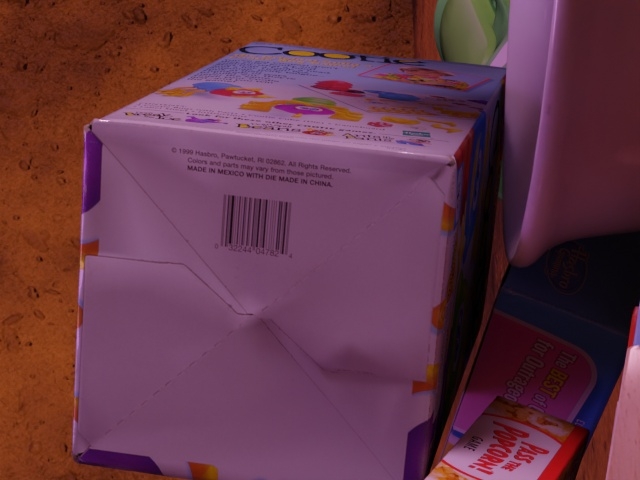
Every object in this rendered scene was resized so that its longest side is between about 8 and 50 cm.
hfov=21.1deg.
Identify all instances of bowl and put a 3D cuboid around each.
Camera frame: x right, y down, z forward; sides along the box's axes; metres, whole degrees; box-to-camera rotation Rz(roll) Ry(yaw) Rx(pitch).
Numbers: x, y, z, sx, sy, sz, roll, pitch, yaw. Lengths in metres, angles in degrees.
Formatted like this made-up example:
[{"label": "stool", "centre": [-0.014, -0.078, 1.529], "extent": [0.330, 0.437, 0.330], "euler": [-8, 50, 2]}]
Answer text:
[{"label": "bowl", "centre": [0.149, -0.132, 0.686], "extent": [0.298, 0.134, 0.297], "euler": [3, -90, -87]}]

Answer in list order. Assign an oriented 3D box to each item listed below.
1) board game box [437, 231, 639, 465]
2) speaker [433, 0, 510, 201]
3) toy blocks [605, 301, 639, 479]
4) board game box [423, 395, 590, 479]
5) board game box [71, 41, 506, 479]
[{"label": "board game box", "centre": [0.121, 0.066, 0.933], "extent": [0.316, 0.064, 0.242], "euler": [103, -169, -45]}, {"label": "speaker", "centre": [0.146, -0.115, 1.147], "extent": [0.296, 0.131, 0.131], "euler": [-94, 4, -67]}, {"label": "toy blocks", "centre": [0.150, 0.107, 0.609], "extent": [0.381, 0.191, 0.260], "euler": [72, -151, -65]}, {"label": "board game box", "centre": [0.039, 0.159, 0.644], "extent": [0.193, 0.045, 0.146], "euler": [-33, -40, -64]}, {"label": "board game box", "centre": [0.000, 0.000, 0.782], "extent": [0.275, 0.144, 0.142], "euler": [-49, -35, -73]}]
